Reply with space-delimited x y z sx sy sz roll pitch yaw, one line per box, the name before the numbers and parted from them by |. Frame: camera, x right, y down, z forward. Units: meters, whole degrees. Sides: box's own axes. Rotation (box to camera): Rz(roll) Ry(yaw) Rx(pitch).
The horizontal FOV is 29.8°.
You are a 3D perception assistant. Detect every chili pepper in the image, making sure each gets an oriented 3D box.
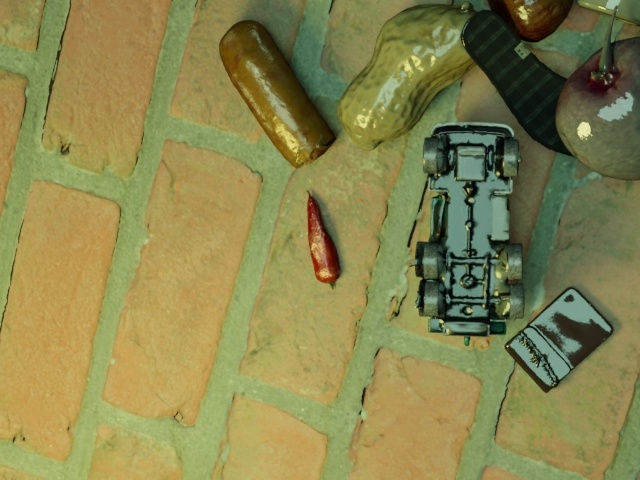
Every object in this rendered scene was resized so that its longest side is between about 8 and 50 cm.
chili pepper | 0.000 0.000 2.069 0.045 0.027 0.178 -10 92 18

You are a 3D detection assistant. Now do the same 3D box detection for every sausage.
sausage | -0.080 -0.249 2.025 0.109 0.109 0.270 -34 84 18

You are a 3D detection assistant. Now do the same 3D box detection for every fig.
fig | 0.355 -0.411 1.870 0.201 0.134 0.146 -45 54 -2

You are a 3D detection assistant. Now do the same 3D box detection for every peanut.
peanut | 0.144 -0.280 1.938 0.291 0.143 0.159 -44 50 22

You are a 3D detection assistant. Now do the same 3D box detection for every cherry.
cherry | 0.464 -0.198 1.814 0.213 0.183 0.266 -39 112 14

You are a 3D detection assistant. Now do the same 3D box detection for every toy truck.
toy truck | 0.235 -0.008 1.917 0.176 0.178 0.363 1 97 7

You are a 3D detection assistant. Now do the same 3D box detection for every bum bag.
bum bag | 0.391 0.162 1.972 0.109 0.026 0.159 46 106 8

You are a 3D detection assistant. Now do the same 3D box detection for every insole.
insole | 0.333 -0.239 1.873 0.110 0.012 0.309 -44 110 3

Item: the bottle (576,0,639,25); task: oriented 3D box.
bottle | 0.483 -0.461 1.820 0.120 0.120 0.253 20 102 13
